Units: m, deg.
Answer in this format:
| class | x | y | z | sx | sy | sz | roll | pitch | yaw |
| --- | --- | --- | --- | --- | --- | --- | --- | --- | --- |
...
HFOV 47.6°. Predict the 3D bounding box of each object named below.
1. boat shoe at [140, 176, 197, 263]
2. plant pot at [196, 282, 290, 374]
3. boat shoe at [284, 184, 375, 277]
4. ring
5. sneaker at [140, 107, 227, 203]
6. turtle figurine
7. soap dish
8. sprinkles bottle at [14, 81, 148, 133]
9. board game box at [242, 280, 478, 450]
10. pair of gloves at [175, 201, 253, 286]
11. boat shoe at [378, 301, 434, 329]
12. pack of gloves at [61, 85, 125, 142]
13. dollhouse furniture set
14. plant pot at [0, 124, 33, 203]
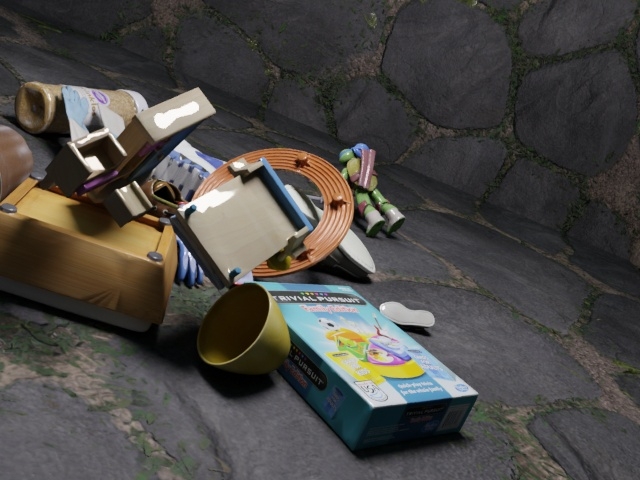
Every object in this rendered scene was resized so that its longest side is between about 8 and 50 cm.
| class | x | y | z | sx | sy | sz | roll | pitch | yaw |
| --- | --- | --- | --- | --- | --- | --- | --- | --- | --- |
| boat shoe | -0.318 | -0.072 | 1.424 | 0.307 | 0.105 | 0.110 | 32 | 19 | 27 |
| plant pot | -0.098 | 0.143 | 1.060 | 0.095 | 0.134 | 0.134 | 45 | 1 | -37 |
| boat shoe | -0.001 | -0.003 | 1.599 | 0.305 | 0.091 | 0.109 | 38 | 24 | -30 |
| ring | -0.101 | -0.069 | 1.457 | 0.336 | 0.032 | 0.337 | -3 | 52 | 4 |
| sneaker | -0.308 | -0.165 | 1.699 | 0.315 | 0.127 | 0.182 | 46 | 20 | 25 |
| turtle figurine | 0.097 | -0.111 | 2.092 | 0.266 | 0.274 | 0.198 | 55 | 7 | 25 |
| soap dish | -0.359 | 0.011 | 1.100 | 0.290 | 0.118 | 0.229 | 19 | 18 | -12 |
| sprinkles bottle | -0.584 | -0.323 | 1.811 | 0.121 | 0.121 | 0.355 | 29 | 18 | 19 |
| board game box | 0.049 | 0.185 | 1.172 | 0.253 | 0.079 | 0.336 | 6 | 24 | -44 |
| pair of gloves | -0.190 | 0.008 | 1.308 | 0.198 | 0.159 | 0.023 | 7 | -21 | -37 |
| boat shoe | 0.171 | 0.157 | 1.486 | 0.125 | 0.038 | 0.046 | 10 | 62 | -21 |
| pack of gloves | -0.519 | -0.239 | 1.665 | 0.195 | 0.046 | 0.232 | 36 | 25 | -51 |
| dollhouse furniture set | -0.213 | -0.019 | 1.068 | 0.303 | 0.198 | 0.286 | 54 | 42 | -3 |
| plant pot | -0.548 | -0.114 | 1.151 | 0.166 | 0.167 | 0.165 | 22 | 16 | -3 |
